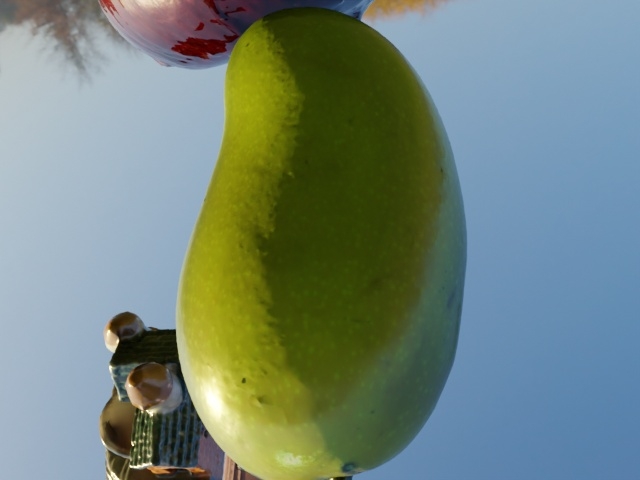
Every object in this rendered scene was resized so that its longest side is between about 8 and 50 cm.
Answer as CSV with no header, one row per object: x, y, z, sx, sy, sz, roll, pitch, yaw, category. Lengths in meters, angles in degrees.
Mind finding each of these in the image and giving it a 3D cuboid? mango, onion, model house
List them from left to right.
-0.253,0.226,1.119,0.190,0.301,0.271,0,-112,7,model house
-0.044,-0.246,0.660,0.314,0.232,0.314,-24,-171,4,onion
0.000,0.000,0.470,0.175,0.293,0.143,-1,171,13,mango

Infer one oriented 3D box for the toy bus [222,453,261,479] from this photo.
-0.066,0.303,0.909,0.096,0.198,0.108,6,-178,14,toy bus
